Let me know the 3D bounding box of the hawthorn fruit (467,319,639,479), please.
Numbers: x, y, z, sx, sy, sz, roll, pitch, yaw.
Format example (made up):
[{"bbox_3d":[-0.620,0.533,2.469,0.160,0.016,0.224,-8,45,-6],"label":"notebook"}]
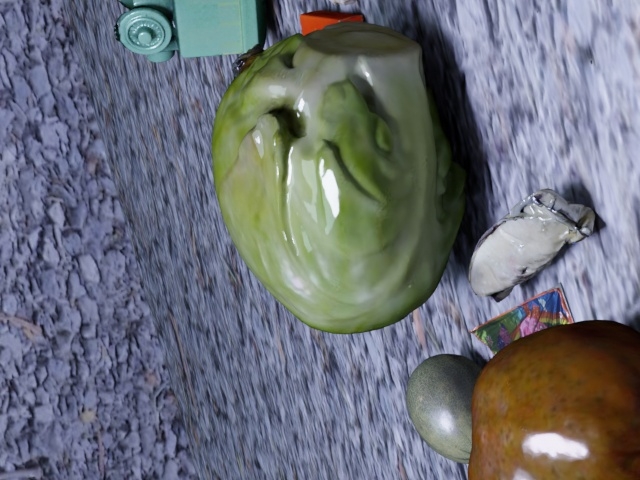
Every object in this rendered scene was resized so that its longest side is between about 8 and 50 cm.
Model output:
[{"bbox_3d":[0.243,0.171,1.337,0.248,0.208,0.208,5,112,54],"label":"hawthorn fruit"}]

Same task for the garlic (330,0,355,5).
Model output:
[{"bbox_3d":[-0.045,-0.342,1.831,0.226,0.199,0.199,34,156,4],"label":"garlic"}]

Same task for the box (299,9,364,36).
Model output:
[{"bbox_3d":[0.036,-0.144,1.900,0.139,0.035,0.245,-152,46,-66],"label":"box"}]

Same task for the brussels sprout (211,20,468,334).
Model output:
[{"bbox_3d":[0.020,-0.063,1.698,0.328,0.247,0.328,29,127,47],"label":"brussels sprout"}]

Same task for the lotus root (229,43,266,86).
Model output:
[{"bbox_3d":[-0.045,-0.147,2.023,0.209,0.120,0.120,67,162,7],"label":"lotus root"}]

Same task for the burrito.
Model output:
[{"bbox_3d":[0.189,0.006,1.524,0.229,0.063,0.058,131,130,-68],"label":"burrito"}]

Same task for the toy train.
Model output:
[{"bbox_3d":[-0.169,-0.354,2.054,0.120,0.202,0.301,-98,5,-49],"label":"toy train"}]

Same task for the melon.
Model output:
[{"bbox_3d":[0.147,0.182,1.773,0.131,0.098,0.098,57,157,32],"label":"melon"}]

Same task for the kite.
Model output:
[{"bbox_3d":[0.224,0.132,1.618,0.321,0.016,0.234,-128,26,-49],"label":"kite"}]
